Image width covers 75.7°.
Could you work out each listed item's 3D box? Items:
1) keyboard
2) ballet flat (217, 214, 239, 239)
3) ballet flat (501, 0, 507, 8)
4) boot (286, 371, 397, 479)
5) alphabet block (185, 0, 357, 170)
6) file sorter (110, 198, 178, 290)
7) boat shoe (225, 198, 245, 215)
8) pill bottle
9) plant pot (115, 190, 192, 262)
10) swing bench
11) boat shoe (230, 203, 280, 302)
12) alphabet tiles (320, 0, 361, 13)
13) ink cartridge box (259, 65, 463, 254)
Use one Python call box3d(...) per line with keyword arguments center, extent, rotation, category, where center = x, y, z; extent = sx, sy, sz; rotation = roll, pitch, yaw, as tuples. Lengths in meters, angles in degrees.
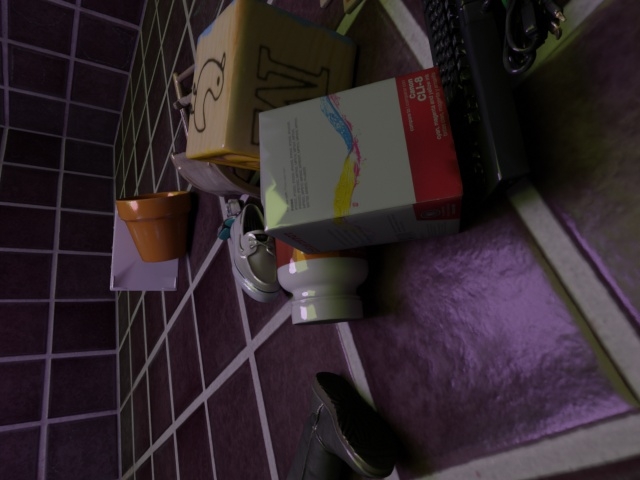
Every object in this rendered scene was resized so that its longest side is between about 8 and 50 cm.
box3d(center=(0.133, -0.195, 0.374), extent=(0.201, 0.033, 0.316), rotation=(98, 166, -75), category="keyboard")
box3d(center=(-0.204, -0.040, 0.935), extent=(0.114, 0.041, 0.041), rotation=(-36, 57, 47), category="ballet flat")
box3d(center=(0.180, -0.307, 0.372), extent=(0.067, 0.073, 0.206), rotation=(-18, 74, 39), category="ballet flat")
box3d(center=(0.011, 0.305, 0.535), extent=(0.208, 0.076, 0.190), rotation=(-71, 21, 8), category="boot")
box3d(center=(-0.080, -0.211, 0.633), extent=(0.192, 0.194, 0.197), rotation=(10, 94, 58), category="alphabet block")
box3d(center=(-0.583, 0.024, 1.358), extent=(0.173, 0.193, 0.277), rotation=(-8, 79, 59), category="file sorter")
box3d(center=(-0.174, -0.071, 0.860), extent=(0.100, 0.035, 0.035), rotation=(-125, 22, -82), category="boat shoe")
box3d(center=(0.000, 0.000, 0.549), extent=(0.121, 0.121, 0.216), rotation=(-26, 65, 52), category="pill bottle")
box3d(center=(-0.478, -0.041, 1.221), extent=(0.205, 0.205, 0.187), rotation=(14, 113, 56), category="plant pot")
box3d(center=(-0.195, -0.217, 0.830), extent=(0.253, 0.165, 0.254), rotation=(10, 94, 56), category="swing bench")
box3d(center=(-0.124, 0.013, 0.766), extent=(0.226, 0.083, 0.075), rotation=(58, 133, 43), category="boat shoe")
box3d(center=(0.091, -0.512, 0.578), extent=(0.343, 0.011, 0.284), rotation=(-23, 67, 53), category="alphabet tiles")
box3d(center=(0.042, -0.066, 0.419), extent=(0.176, 0.128, 0.127), rotation=(-10, 75, 14), category="ink cartridge box")
